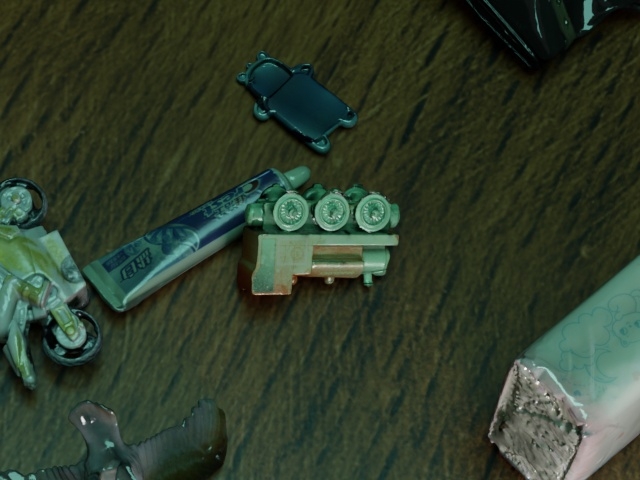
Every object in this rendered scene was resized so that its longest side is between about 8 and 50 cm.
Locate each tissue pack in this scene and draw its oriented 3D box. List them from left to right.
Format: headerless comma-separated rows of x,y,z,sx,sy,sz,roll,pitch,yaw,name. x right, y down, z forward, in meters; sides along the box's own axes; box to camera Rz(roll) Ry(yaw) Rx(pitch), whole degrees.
0.306,0.118,1.803,0.271,0.201,0.124,-36,67,-23,tissue pack

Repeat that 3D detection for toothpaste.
-0.123,-0.011,1.893,0.268,0.047,0.069,-31,83,-18,toothpaste

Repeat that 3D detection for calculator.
-0.029,-0.157,1.993,0.141,0.019,0.094,39,64,13,calculator

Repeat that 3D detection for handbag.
0.282,-0.366,2.082,0.342,0.152,0.288,-28,82,-19,handbag

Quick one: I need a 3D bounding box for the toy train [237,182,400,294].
0.000,0.000,1.881,0.176,0.074,0.118,1,100,-23,toy train

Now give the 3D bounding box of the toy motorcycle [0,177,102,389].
-0.316,0.045,1.820,0.151,0.074,0.229,-20,70,-14,toy motorcycle

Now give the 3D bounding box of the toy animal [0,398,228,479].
-0.204,0.252,1.703,0.272,0.160,0.197,-15,68,-7,toy animal
